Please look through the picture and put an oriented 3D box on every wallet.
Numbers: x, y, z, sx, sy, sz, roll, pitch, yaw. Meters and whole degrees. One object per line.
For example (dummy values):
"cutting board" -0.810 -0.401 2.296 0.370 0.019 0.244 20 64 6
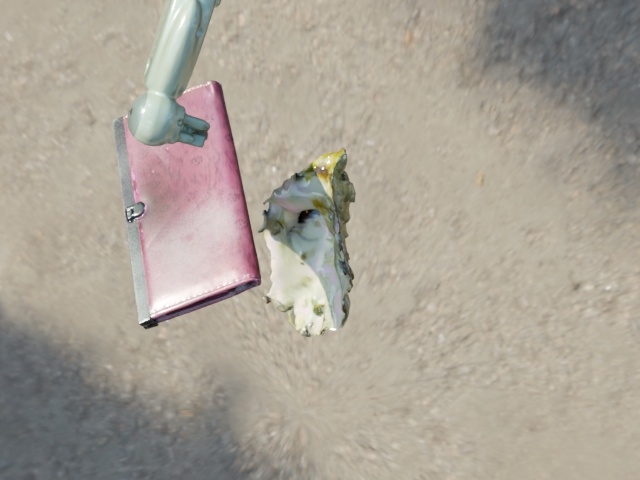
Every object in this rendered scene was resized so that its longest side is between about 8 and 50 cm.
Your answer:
"wallet" -0.127 -0.039 1.080 0.119 0.025 0.232 -20 58 11

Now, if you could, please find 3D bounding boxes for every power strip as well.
"power strip" -0.054 -0.078 0.481 0.035 0.055 0.083 17 93 -14

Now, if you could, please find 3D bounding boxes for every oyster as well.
"oyster" -0.006 0.003 1.206 0.072 0.132 0.209 -29 116 -40
